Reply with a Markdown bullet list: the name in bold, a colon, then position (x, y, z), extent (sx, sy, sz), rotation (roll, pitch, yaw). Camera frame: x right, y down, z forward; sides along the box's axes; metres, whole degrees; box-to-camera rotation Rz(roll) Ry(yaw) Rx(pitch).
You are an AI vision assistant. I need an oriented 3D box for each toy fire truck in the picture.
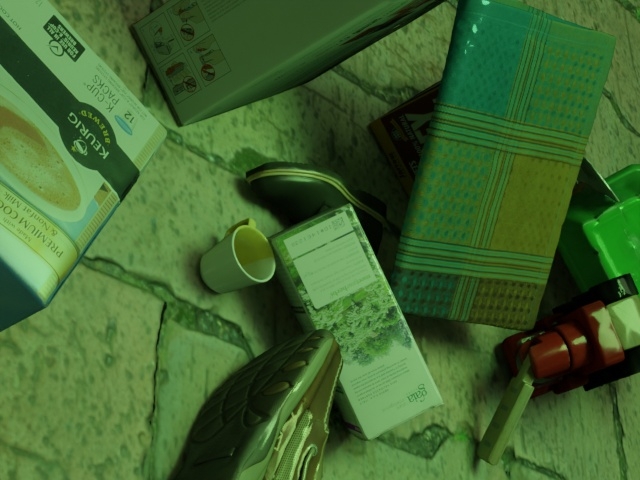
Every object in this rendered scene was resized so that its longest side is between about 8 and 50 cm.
- **toy fire truck**: position (0.278, 0.165, 1.806), extent (0.246, 0.217, 0.158), rotation (-18, 82, -12)

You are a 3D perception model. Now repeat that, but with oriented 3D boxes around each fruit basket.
- **fruit basket**: position (0.421, 0.018, 2.009), extent (0.327, 0.165, 0.353), rotation (61, 6, -3)

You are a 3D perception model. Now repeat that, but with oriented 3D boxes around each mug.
- **mug**: position (-0.087, 0.021, 1.507), extent (0.062, 0.064, 0.078), rotation (58, 35, -7)

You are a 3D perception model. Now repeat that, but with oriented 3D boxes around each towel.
- **towel**: position (0.206, -0.085, 1.679), extent (0.271, 0.040, 0.370), rotation (11, 97, -44)

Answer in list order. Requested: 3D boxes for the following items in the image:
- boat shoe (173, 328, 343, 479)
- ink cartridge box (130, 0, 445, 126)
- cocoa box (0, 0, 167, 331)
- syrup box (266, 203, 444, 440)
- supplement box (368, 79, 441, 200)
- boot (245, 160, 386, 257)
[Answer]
- **boat shoe**: position (-0.055, 0.215, 1.393), extent (0.116, 0.123, 0.324), rotation (55, 43, -22)
- **ink cartridge box**: position (0.001, -0.266, 1.589), extent (0.272, 0.309, 0.130), rotation (-27, 90, -55)
- **cocoa box**: position (-0.341, -0.098, 1.118), extent (0.347, 0.231, 0.228), rotation (49, 39, -19)
- **syrup box**: position (0.032, 0.087, 1.554), extent (0.093, 0.096, 0.236), rotation (-26, 94, -11)
- **supplement box**: position (0.204, -0.156, 1.873), extent (0.129, 0.191, 0.194), rotation (61, 36, -5)
- **boot**: position (0.000, 0.000, 1.631), extent (0.198, 0.077, 0.137), rotation (20, 64, -37)
